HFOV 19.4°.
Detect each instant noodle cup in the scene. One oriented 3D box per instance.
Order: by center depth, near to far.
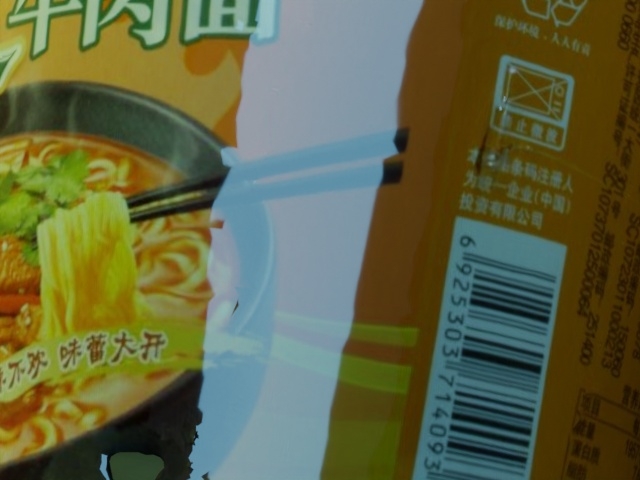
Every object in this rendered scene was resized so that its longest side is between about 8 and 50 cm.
[{"bbox_3d":[0.000,0.000,0.462,0.230,0.230,0.182,5,74,5],"label":"instant noodle cup"}]
